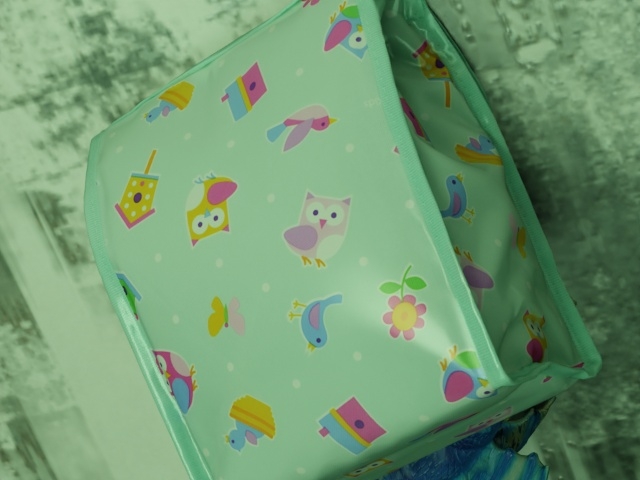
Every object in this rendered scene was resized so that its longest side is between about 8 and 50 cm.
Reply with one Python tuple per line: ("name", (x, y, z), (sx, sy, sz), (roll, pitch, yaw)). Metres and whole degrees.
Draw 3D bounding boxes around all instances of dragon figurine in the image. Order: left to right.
("dragon figurine", (0.096, 0.126, 1.172), (0.144, 0.085, 0.289), (38, 122, -14))

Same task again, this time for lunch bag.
("lunch bag", (0.000, 0.000, 1.058), (0.223, 0.160, 0.262), (-30, 74, 28))
